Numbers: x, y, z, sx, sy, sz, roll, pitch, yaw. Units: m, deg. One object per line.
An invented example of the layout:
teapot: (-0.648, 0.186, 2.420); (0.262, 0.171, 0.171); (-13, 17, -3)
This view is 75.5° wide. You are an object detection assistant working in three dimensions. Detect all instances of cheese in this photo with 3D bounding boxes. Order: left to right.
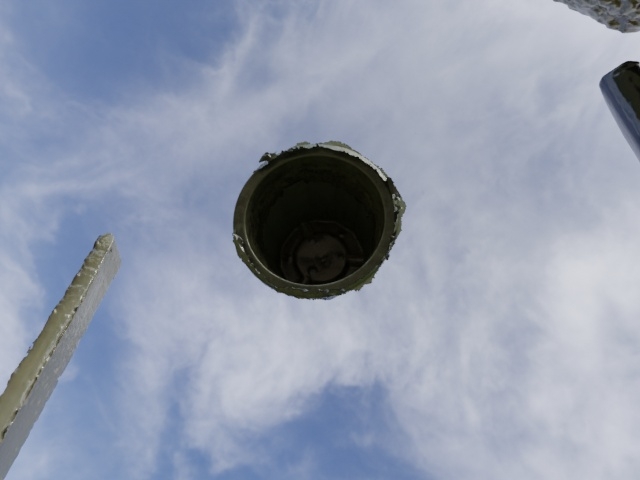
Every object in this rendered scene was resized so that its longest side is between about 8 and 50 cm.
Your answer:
cheese: (-0.355, 0.152, 0.545); (0.034, 0.400, 0.085); (12, -47, -6)

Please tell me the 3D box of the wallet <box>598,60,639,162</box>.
wallet: (0.435, 0.000, 0.433); (0.228, 0.406, 0.062); (21, -40, -36)

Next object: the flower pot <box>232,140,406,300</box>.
flower pot: (0.000, 0.000, 0.783); (0.290, 0.259, 0.290); (-1, -112, 3)

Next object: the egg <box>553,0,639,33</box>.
egg: (0.401, -0.421, 0.511); (0.279, 0.279, 0.310); (-29, -116, 18)
